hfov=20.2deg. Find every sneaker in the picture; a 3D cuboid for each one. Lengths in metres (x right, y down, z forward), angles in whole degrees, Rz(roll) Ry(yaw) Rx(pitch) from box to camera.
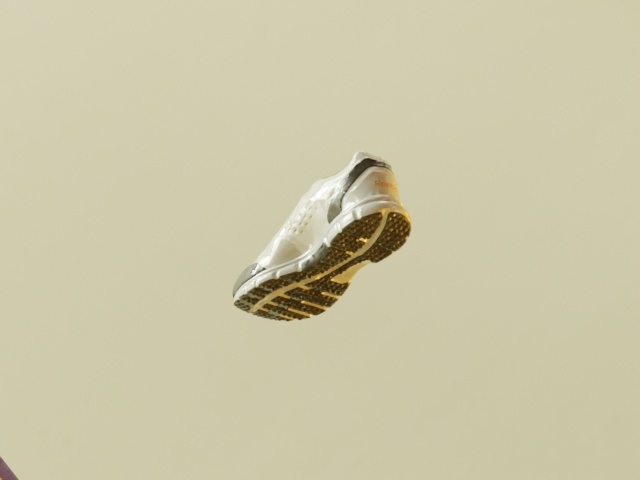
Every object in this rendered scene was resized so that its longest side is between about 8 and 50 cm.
[{"bbox_3d":[0.000,0.000,0.810,0.040,0.109,0.044,22,-133,-37],"label":"sneaker"}]

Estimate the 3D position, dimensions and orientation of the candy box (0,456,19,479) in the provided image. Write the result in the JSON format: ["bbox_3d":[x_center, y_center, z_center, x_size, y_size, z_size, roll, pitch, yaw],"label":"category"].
[{"bbox_3d":[-0.401,0.229,1.547,0.122,0.317,0.268,-19,-150,25],"label":"candy box"}]
